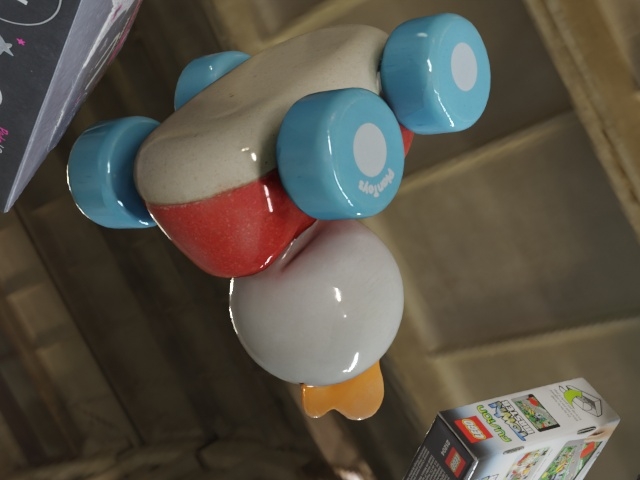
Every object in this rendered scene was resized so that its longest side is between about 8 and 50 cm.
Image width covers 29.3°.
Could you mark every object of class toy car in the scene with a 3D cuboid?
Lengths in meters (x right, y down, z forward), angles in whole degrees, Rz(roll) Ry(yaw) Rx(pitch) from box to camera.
[{"bbox_3d":[0.000,0.000,0.794,0.219,0.210,0.238,-2,-61,39],"label":"toy car"}]

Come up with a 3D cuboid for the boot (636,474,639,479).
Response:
[{"bbox_3d":[0.204,0.116,0.619,0.087,0.042,0.118,25,-68,49],"label":"boot"}]

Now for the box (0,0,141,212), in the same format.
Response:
[{"bbox_3d":[-0.165,-0.157,0.650,0.142,0.163,0.247,32,-35,-8],"label":"box"}]

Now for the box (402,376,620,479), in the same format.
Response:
[{"bbox_3d":[0.082,0.173,0.709,0.036,0.114,0.207,51,-48,36],"label":"box"}]
